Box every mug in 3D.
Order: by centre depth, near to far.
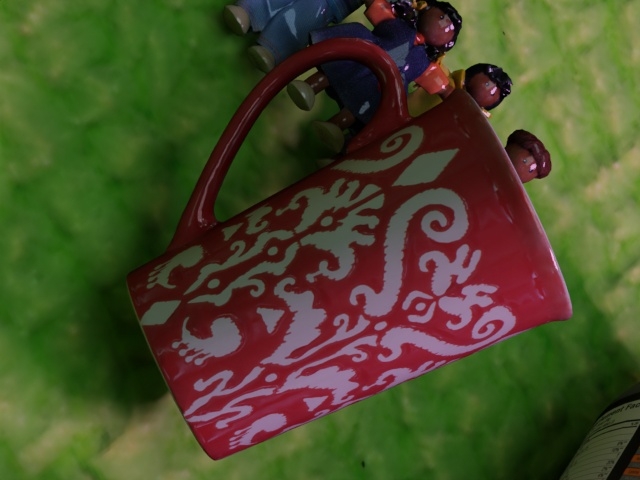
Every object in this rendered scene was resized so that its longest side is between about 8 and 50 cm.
[{"bbox_3d":[0.003,0.006,0.813,0.169,0.150,0.113,-26,149,0],"label":"mug"}]

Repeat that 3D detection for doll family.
[{"bbox_3d":[0.039,-0.080,0.884,0.111,0.076,0.193,-37,114,-11],"label":"doll family"}]

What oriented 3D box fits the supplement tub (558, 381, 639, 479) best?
[{"bbox_3d":[0.179,0.196,0.890,0.193,0.194,0.316,54,56,-21],"label":"supplement tub"}]
